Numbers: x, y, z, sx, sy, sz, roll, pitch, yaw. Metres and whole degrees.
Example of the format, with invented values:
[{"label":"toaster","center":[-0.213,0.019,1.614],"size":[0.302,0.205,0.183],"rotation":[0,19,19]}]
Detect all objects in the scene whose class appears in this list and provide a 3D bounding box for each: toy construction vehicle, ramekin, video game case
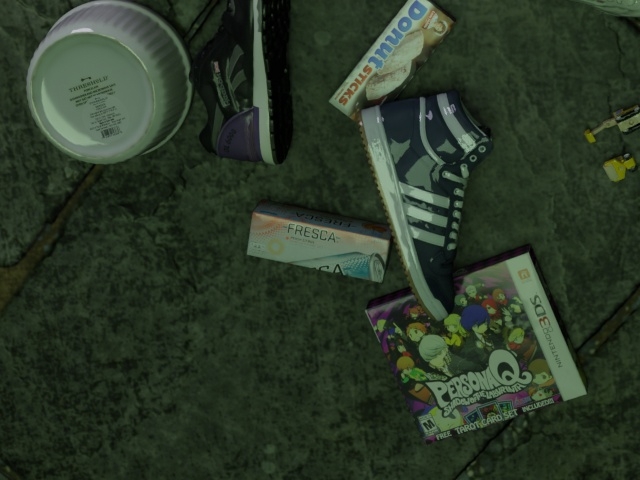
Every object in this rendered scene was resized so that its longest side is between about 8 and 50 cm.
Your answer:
[{"label":"toy construction vehicle","center":[0.383,-0.122,1.726],"size":[0.098,0.035,0.086],"rotation":[-28,113,21]},{"label":"ramekin","center":[-0.269,-0.193,1.776],"size":[0.207,0.109,0.207],"rotation":[3,110,9]},{"label":"video game case","center":[0.204,0.139,1.843],"size":[0.232,0.042,0.210],"rotation":[-20,103,16]}]

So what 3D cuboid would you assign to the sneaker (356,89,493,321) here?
[{"label":"sneaker","center":[0.157,-0.047,1.741],"size":[0.153,0.099,0.282],"rotation":[-17,100,7]}]

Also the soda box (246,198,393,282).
[{"label":"soda box","center":[0.000,0.000,1.823],"size":[0.183,0.058,0.063],"rotation":[12,111,7]}]

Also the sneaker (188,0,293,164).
[{"label":"sneaker","center":[-0.108,-0.231,1.739],"size":[0.124,0.107,0.283],"rotation":[5,110,15]}]

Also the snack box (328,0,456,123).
[{"label":"snack box","center":[0.088,-0.221,1.746],"size":[0.064,0.022,0.178],"rotation":[37,112,-5]}]

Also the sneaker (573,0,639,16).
[{"label":"sneaker","center":[0.320,-0.304,1.637],"size":[0.235,0.095,0.090],"rotation":[12,109,4]}]
